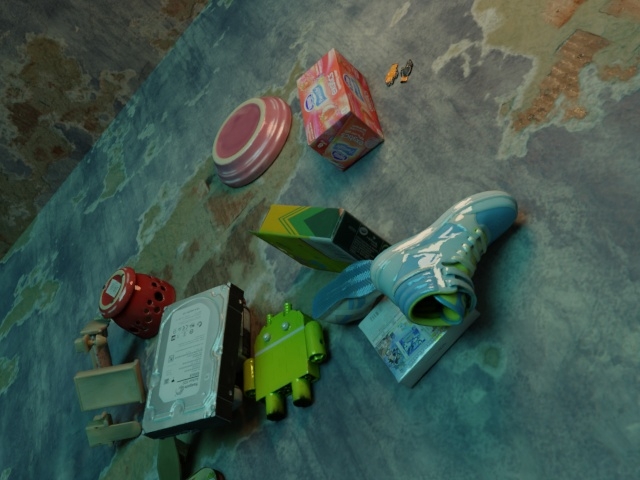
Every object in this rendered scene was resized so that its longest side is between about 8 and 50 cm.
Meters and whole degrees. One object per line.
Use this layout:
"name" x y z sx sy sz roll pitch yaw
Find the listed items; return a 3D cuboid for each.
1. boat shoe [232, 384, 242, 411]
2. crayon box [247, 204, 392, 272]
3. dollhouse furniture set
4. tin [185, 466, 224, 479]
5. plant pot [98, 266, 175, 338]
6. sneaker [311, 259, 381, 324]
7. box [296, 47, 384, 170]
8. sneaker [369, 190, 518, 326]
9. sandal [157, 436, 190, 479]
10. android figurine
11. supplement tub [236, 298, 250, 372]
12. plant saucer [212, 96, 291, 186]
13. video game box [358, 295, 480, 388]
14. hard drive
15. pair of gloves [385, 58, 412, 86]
"boat shoe" -0.316 0.376 1.677 0.335 0.121 0.119 -20 54 41
"crayon box" 0.000 0.000 1.542 0.318 0.202 0.081 7 68 49
"dollhouse furniture set" -0.596 0.395 2.003 0.174 0.303 0.355 -9 10 -5
"tin" -0.294 0.605 1.556 0.190 0.040 0.106 -40 44 20
"plant pot" -0.576 0.189 2.065 0.191 0.174 0.191 -28 47 34
"sneaker" 0.081 0.113 1.435 0.229 0.092 0.087 -34 45 43
"box" 0.046 -0.356 1.804 0.154 0.142 0.300 -36 41 26
"sneaker" 0.266 0.047 1.237 0.319 0.127 0.208 -34 36 1
"sandal" -0.357 0.508 1.654 0.088 0.079 0.240 -8 93 39
"android figurine" -0.085 0.272 1.558 0.248 0.056 0.273 -32 45 28
"supplement tub" -0.236 0.233 1.701 0.117 0.117 0.190 -33 43 28
"plant saucer" -0.238 -0.332 2.151 0.332 0.084 0.332 -28 45 33
"video game box" 0.193 0.160 1.339 0.205 0.048 0.187 -49 35 9
"hard drive" -0.300 0.283 1.583 0.237 0.064 0.339 -21 50 30
"pair of gloves" 0.212 -0.454 1.803 0.083 0.010 0.074 -1 62 46
